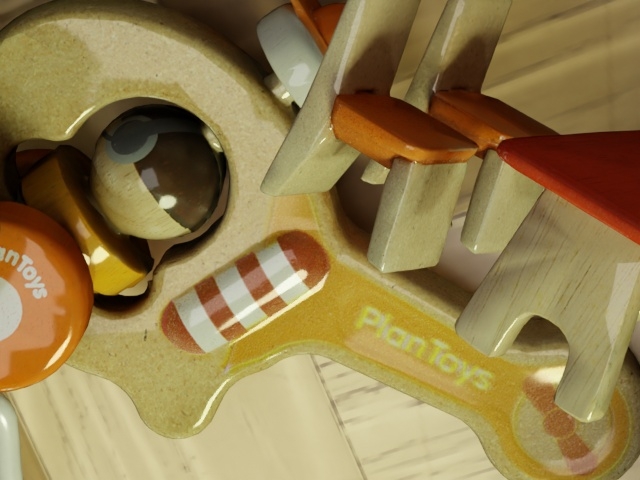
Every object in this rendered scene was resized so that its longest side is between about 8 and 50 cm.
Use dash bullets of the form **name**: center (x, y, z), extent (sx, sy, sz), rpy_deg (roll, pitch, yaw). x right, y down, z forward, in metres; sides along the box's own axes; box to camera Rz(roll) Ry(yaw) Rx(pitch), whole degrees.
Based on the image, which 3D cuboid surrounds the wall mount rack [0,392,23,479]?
- **wall mount rack**: center (-0.326, 0.115, 0.884), extent (0.304, 0.350, 0.130), rpy_deg (21, 132, 17)

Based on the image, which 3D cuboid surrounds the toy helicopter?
- **toy helicopter**: center (0.000, 0.000, 0.856), extent (0.355, 0.140, 0.235), rpy_deg (27, 104, -5)

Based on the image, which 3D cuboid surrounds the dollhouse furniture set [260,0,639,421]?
- **dollhouse furniture set**: center (0.157, -0.019, 0.701), extent (0.262, 0.259, 0.135), rpy_deg (34, 112, 27)
